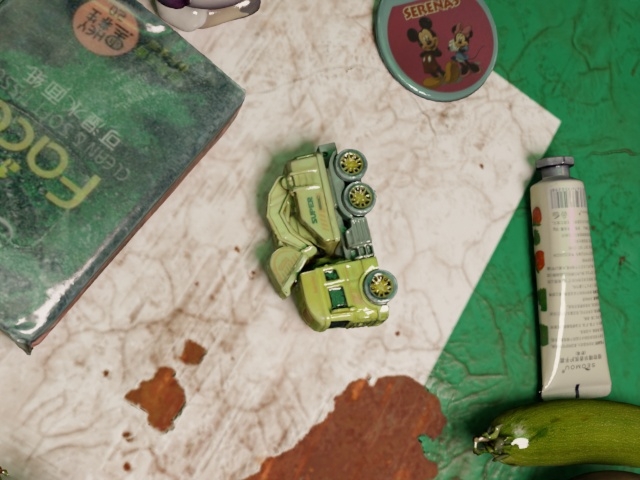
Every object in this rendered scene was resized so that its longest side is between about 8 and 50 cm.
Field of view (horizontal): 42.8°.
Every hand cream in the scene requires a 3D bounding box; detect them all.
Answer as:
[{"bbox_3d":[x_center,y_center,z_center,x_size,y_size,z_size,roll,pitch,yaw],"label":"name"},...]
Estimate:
[{"bbox_3d":[0.279,0.043,0.928,0.096,0.059,0.275,-2,84,-19],"label":"hand cream"}]

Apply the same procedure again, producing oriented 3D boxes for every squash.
[{"bbox_3d":[0.294,0.212,0.883,0.319,0.071,0.080,10,67,-18],"label":"squash"}]

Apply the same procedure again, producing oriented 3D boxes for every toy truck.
[{"bbox_3d":[0.000,0.000,0.829,0.116,0.085,0.191,-11,79,-10],"label":"toy truck"}]

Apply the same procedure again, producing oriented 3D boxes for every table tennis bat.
[{"bbox_3d":[0.123,-0.279,0.954,0.153,0.040,0.244,-18,89,-19],"label":"table tennis bat"}]

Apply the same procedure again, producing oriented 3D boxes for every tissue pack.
[{"bbox_3d":[-0.251,-0.088,0.757,0.228,0.103,0.315,39,70,-5],"label":"tissue pack"}]

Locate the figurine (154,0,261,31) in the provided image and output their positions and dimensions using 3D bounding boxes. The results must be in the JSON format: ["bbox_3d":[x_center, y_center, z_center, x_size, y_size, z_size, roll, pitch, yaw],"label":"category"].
[{"bbox_3d":[-0.122,-0.275,0.778,0.146,0.222,0.145,2,81,-13],"label":"figurine"}]

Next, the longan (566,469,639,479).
[{"bbox_3d":[0.290,0.330,0.819,0.185,0.159,0.204,0,109,-7],"label":"longan"}]

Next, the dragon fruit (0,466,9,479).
[{"bbox_3d":[-0.308,0.253,0.642,0.269,0.198,0.200,-29,45,-26],"label":"dragon fruit"}]
